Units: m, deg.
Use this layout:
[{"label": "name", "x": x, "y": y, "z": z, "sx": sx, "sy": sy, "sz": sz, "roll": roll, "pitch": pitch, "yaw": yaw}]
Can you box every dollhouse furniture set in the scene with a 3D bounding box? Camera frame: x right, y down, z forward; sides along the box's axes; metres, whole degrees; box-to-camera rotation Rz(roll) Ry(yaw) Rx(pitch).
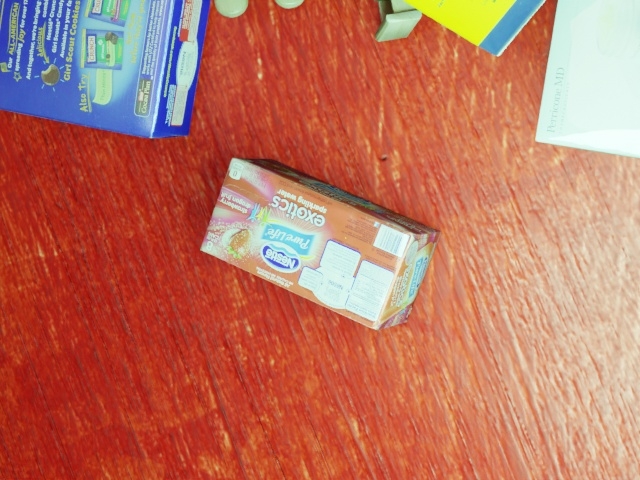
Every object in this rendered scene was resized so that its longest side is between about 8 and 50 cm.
[{"label": "dollhouse furniture set", "x": -0.017, "y": -0.315, "z": 1.828, "sx": 0.242, "sy": 0.212, "sz": 0.161, "roll": -10, "pitch": 87, "yaw": -6}]

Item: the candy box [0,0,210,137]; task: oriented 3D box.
[{"label": "candy box", "x": -0.313, "y": -0.289, "z": 1.988, "sx": 0.317, "sy": 0.122, "sz": 0.268, "roll": 13, "pitch": 98, "yaw": 19}]

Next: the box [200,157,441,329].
[{"label": "box", "x": 0.000, "y": 0.000, "z": 1.874, "sx": 0.257, "sy": 0.122, "sz": 0.128, "roll": 23, "pitch": 100, "yaw": 19}]

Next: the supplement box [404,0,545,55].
[{"label": "supplement box", "x": 0.111, "y": -0.403, "z": 1.668, "sx": 0.356, "sy": 0.194, "sz": 0.195, "roll": 30, "pitch": 137, "yaw": -9}]

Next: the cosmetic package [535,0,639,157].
[{"label": "cosmetic package", "x": 0.378, "y": -0.203, "z": 1.714, "sx": 0.224, "sy": 0.138, "sz": 0.224, "roll": 10, "pitch": 95, "yaw": 22}]
